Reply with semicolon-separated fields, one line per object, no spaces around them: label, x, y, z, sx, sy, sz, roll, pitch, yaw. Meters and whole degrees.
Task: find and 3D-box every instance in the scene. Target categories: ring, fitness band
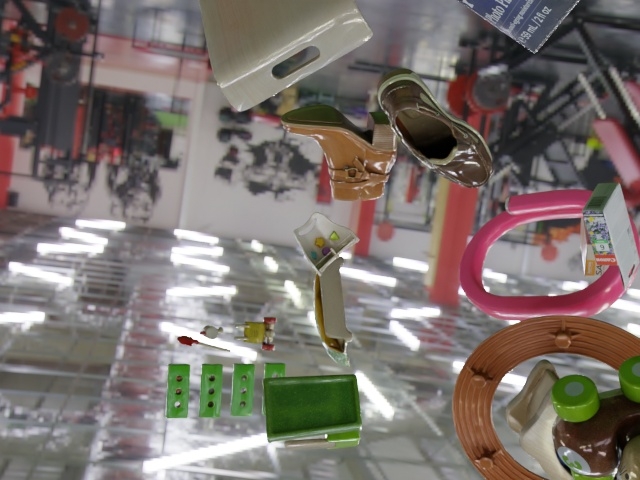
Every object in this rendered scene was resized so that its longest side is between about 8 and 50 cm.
ring;0.350;0.261;1.376;0.336;0.336;0.032;9;-156;17
fitness band;0.344;0.023;1.483;0.291;0.209;0.054;-5;147;41

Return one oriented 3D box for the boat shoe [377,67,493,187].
boat shoe;0.174;-0.141;1.439;0.257;0.095;0.095;35;-150;-35

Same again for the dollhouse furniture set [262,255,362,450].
dollhouse furniture set;-0.023;0.192;1.637;0.151;0.301;0.197;-5;160;-2

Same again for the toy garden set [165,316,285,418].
toy garden set;-0.194;0.257;1.990;0.244;0.204;0.049;3;-179;-21

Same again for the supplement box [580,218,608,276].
supplement box;0.431;0.004;1.527;0.036;0.062;0.098;0;-145;10

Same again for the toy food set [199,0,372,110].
toy food set;-0.056;-0.350;1.379;0.220;0.306;0.092;-26;146;19

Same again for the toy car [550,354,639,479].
toy car;0.344;0.250;1.052;0.149;0.155;0.188;-18;-144;7

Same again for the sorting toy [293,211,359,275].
sorting toy;0.000;0.000;1.442;0.075;0.083;0.045;50;162;-5

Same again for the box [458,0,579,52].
box;0.160;-0.361;0.891;0.294;0.183;0.296;35;171;2

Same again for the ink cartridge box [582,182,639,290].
ink cartridge box;0.344;-0.004;1.148;0.029;0.115;0.063;0;-146;38

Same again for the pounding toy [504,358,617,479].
pounding toy;0.376;0.287;1.275;0.269;0.154;0.155;48;-173;-19

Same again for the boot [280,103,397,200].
boot;0.027;-0.136;1.583;0.197;0.152;0.073;6;-145;-5
